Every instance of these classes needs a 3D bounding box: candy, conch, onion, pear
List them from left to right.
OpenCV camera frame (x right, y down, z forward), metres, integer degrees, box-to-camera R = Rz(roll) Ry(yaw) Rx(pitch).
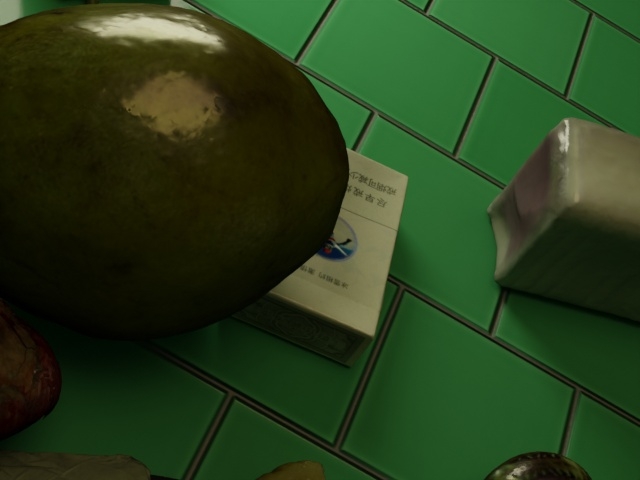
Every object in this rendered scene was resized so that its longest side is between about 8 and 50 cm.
[{"bbox_3d":[-0.316,0.102,0.928,0.183,0.184,0.147,-1,99,-28],"label":"onion"},{"bbox_3d":[-0.180,-0.068,1.024,0.413,0.352,0.352,6,53,-9],"label":"pear"},{"bbox_3d":[0.224,0.311,1.092,0.187,0.124,0.181,58,38,-10],"label":"conch"},{"bbox_3d":[0.406,-0.006,1.357,0.358,0.208,0.145,16,52,-17],"label":"candy"}]

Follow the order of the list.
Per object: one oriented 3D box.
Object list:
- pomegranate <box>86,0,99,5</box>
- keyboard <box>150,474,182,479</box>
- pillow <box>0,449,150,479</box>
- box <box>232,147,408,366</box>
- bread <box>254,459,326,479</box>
[{"bbox_3d":[-0.255,-0.418,1.358,0.211,0.211,0.263,35,92,-2],"label":"pomegranate"},{"bbox_3d":[-0.128,0.310,0.975,0.074,0.015,0.197,20,48,-33],"label":"keyboard"},{"bbox_3d":[-0.272,0.294,0.875,0.274,0.076,0.281,10,52,-20],"label":"pillow"},{"bbox_3d":[0.000,0.000,1.238,0.164,0.069,0.257,24,48,-9],"label":"box"},{"bbox_3d":[-0.035,0.285,0.999,0.125,0.086,0.156,-1,55,-21],"label":"bread"}]
